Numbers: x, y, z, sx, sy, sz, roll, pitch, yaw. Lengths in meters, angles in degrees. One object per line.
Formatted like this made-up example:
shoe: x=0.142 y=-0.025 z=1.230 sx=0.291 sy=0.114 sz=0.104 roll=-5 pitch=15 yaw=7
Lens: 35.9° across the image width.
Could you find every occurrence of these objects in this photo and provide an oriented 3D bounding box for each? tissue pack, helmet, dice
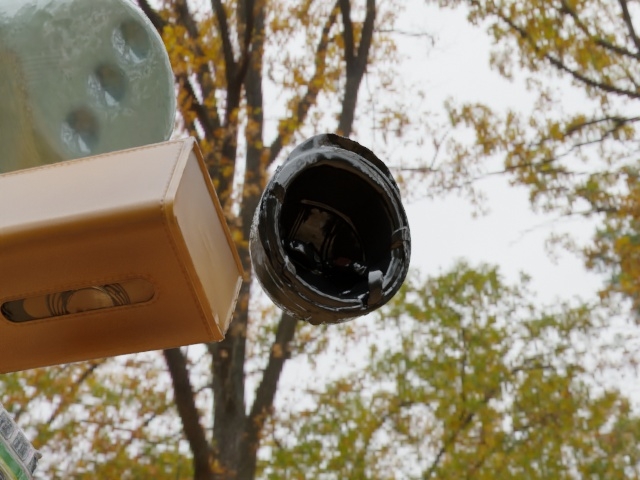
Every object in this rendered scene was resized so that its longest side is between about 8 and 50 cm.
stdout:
tissue pack: x=-0.246 y=0.026 z=1.070 sx=0.274 sy=0.145 sz=0.194 roll=-10 pitch=-55 yaw=12
helmet: x=0.000 y=0.000 z=1.413 sx=0.230 sy=0.279 sz=0.160 roll=19 pitch=-33 yaw=-18
dice: x=-0.387 y=-0.206 z=1.414 sx=0.264 sy=0.263 sz=0.268 roll=-3 pitch=8 yaw=40

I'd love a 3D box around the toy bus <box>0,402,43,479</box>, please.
toy bus: x=-0.579 y=0.294 z=1.532 sx=0.143 sy=0.179 sz=0.305 roll=-24 pitch=-72 yaw=21
